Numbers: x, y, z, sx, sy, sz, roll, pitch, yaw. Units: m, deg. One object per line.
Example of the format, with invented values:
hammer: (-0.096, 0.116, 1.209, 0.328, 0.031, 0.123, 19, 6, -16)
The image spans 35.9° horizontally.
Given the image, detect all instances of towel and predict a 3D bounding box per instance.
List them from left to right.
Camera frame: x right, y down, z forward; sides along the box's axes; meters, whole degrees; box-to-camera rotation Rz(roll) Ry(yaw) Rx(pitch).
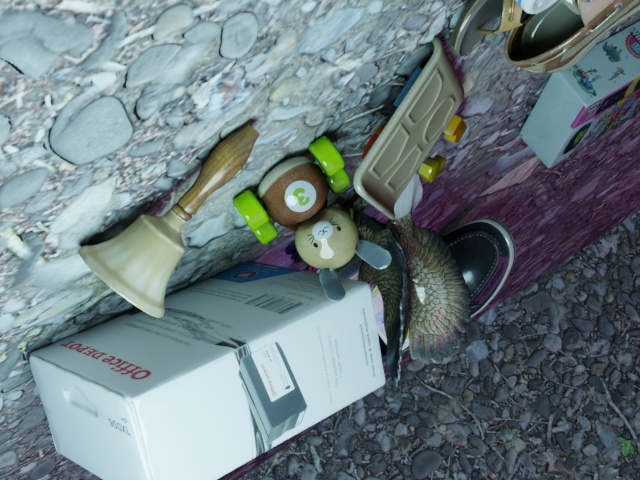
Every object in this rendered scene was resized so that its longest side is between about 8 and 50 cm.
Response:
towel: (0.000, 0.000, 1.656, 0.119, 0.029, 0.067, -17, 154, -48)

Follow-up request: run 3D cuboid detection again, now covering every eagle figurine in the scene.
eagle figurine: (0.121, 0.059, 1.585, 0.226, 0.298, 0.225, -31, 162, -17)

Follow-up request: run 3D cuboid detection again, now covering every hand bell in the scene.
hand bell: (-0.158, -0.041, 1.160, 0.242, 0.126, 0.126, -50, 163, 1)

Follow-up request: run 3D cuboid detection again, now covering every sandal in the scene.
sandal: (0.254, -0.311, 1.263, 0.219, 0.060, 0.090, -40, 163, 13)

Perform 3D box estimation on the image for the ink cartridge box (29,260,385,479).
ink cartridge box: (-0.153, 0.179, 1.369, 0.395, 0.166, 0.286, -23, -160, -36)

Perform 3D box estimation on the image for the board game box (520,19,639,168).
board game box: (0.539, -0.288, 1.833, 0.303, 0.097, 0.224, -31, 163, -18)

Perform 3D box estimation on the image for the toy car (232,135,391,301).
toy car: (0.002, -0.014, 1.342, 0.155, 0.188, 0.149, -36, 164, -3)

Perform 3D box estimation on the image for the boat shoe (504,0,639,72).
boat shoe: (0.363, -0.337, 1.314, 0.116, 0.123, 0.324, -18, 154, -41)

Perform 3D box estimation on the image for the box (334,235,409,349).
box: (0.116, 0.093, 1.824, 0.114, 0.103, 0.203, -35, 119, -1)

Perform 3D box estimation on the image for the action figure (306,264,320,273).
action figure: (-0.015, 0.058, 1.789, 0.038, 0.030, 0.115, -14, 151, -41)

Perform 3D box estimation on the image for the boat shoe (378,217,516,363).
boat shoe: (0.225, 0.133, 2.207, 0.500, 0.186, 0.156, -38, 170, 25)

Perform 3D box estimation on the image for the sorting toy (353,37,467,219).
sorting toy: (0.134, -0.144, 1.414, 0.229, 0.041, 0.307, -61, 162, 1)

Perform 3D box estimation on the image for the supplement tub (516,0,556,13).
supplement tub: (0.228, -0.316, 1.116, 0.071, 0.107, 0.071, -34, 164, -11)
